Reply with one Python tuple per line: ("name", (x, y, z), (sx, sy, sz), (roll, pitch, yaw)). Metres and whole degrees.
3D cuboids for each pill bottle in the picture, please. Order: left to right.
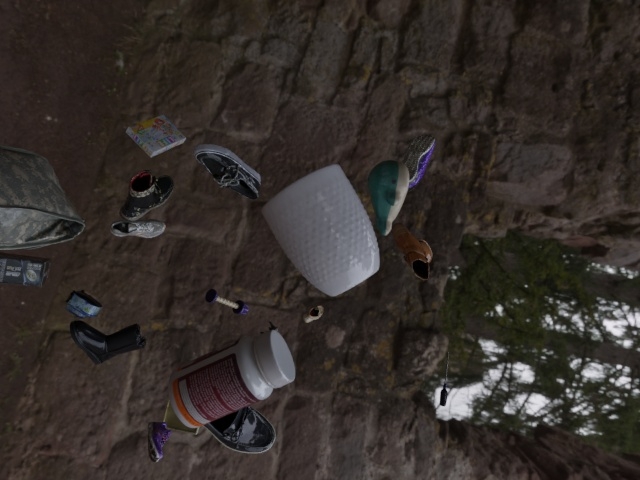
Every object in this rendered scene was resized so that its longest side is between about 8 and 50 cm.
("pill bottle", (-0.302, 0.475, 1.468), (0.224, 0.392, 0.224), (63, 8, -15))

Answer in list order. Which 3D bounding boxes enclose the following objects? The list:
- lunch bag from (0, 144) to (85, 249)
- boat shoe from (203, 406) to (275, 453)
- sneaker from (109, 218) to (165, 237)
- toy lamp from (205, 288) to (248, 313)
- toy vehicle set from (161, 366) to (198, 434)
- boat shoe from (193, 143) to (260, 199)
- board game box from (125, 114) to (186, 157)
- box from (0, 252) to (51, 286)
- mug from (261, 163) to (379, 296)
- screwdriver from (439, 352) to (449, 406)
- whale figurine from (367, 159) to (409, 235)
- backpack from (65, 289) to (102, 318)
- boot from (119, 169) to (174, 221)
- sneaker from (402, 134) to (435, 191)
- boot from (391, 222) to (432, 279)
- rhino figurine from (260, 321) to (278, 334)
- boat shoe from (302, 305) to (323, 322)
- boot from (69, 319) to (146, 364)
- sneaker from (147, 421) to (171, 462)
("lunch bag", (-0.751, -0.105, 1.020), (0.169, 0.235, 0.287), (-43, 163, 16))
("boat shoe", (-0.371, 0.747, 1.760), (0.156, 0.500, 0.187), (-18, -145, 48))
("sneaker", (-0.916, -0.060, 2.107), (0.121, 0.262, 0.099), (177, -92, -70))
("toy lamp", (-0.471, 0.324, 2.161), (0.274, 0.080, 0.080), (35, 61, -51))
("toy vehicle set", (-0.606, 0.725, 1.912), (0.035, 0.165, 0.267), (105, -2, -81))
("boat shoe", (-0.331, -0.236, 1.515), (0.306, 0.113, 0.105), (36, 44, -55))
("board game box", (-0.505, -0.325, 1.300), (0.026, 0.103, 0.154), (-39, -172, 36))
("box", (-0.938, 0.085, 1.282), (0.147, 0.180, 0.078), (3, -97, 62))
("mug", (0.000, 0.000, 1.295), (0.276, 0.328, 0.374), (-29, 176, -33))
("screwdriver", (0.407, 0.448, 1.356), (0.024, 0.025, 0.170), (64, 39, -77))
("whale figurine", (0.232, -0.161, 1.552), (0.216, 0.141, 0.272), (-95, -164, -75))
("backpack", (-0.923, 0.256, 1.642), (0.084, 0.114, 0.105), (-58, -176, -9))
("boot", (-0.572, -0.180, 1.429), (0.178, 0.085, 0.236), (-44, -173, 49))
("sneaker", (0.445, -0.352, 1.953), (0.293, 0.102, 0.146), (-58, 149, -18))
("boot", (0.400, 0.070, 1.685), (0.283, 0.109, 0.220), (47, 16, -40))
("rhino figurine", (-0.204, 0.470, 1.801), (0.073, 0.106, 0.244), (-1, 80, -58))
("boat shoe", (-0.024, 0.376, 2.183), (0.059, 0.063, 0.170), (-40, 171, 32))
("boot", (-0.819, 0.367, 1.641), (0.094, 0.207, 0.247), (-124, -162, -48))
("sneaker", (-0.511, 0.627, 1.336), (0.170, 0.071, 0.068), (-147, -122, -64))
